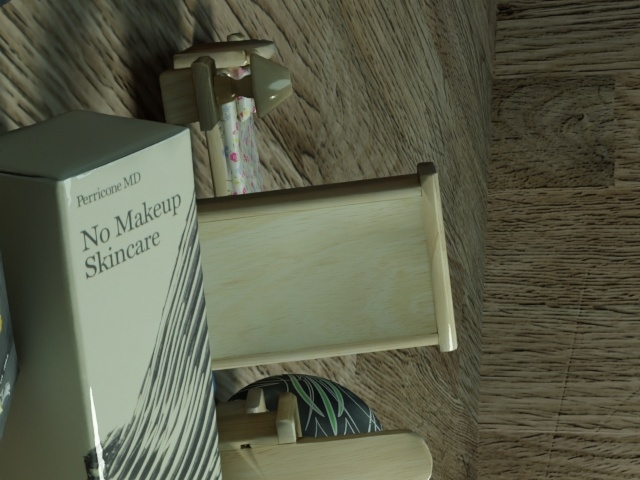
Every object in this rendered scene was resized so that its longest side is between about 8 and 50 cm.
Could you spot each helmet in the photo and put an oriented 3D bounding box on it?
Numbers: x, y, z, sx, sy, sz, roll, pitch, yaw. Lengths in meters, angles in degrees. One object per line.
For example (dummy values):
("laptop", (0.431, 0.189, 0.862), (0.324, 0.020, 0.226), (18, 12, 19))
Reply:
("helmet", (-0.020, 0.188, 1.098), (0.169, 0.169, 0.161), (-57, 163, -64))

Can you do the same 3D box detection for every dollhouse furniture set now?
("dollhouse furniture set", (0.000, 0.000, 1.001), (0.355, 0.174, 0.303), (-83, 166, -77))

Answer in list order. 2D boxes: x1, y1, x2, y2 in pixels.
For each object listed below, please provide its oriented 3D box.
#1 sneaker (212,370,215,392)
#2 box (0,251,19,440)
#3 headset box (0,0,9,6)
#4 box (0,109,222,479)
("sneaker", (-0.119, 0.037, 0.966), (0.078, 0.067, 0.188), (-106, -176, -59))
("box", (-0.189, 0.116, 0.583), (0.183, 0.056, 0.231), (104, -4, -59))
("headset box", (-0.183, -0.237, 0.586), (0.283, 0.131, 0.246), (-62, 148, -62))
("box", (-0.129, 0.073, 0.768), (0.113, 0.094, 0.275), (-32, 125, -49))
